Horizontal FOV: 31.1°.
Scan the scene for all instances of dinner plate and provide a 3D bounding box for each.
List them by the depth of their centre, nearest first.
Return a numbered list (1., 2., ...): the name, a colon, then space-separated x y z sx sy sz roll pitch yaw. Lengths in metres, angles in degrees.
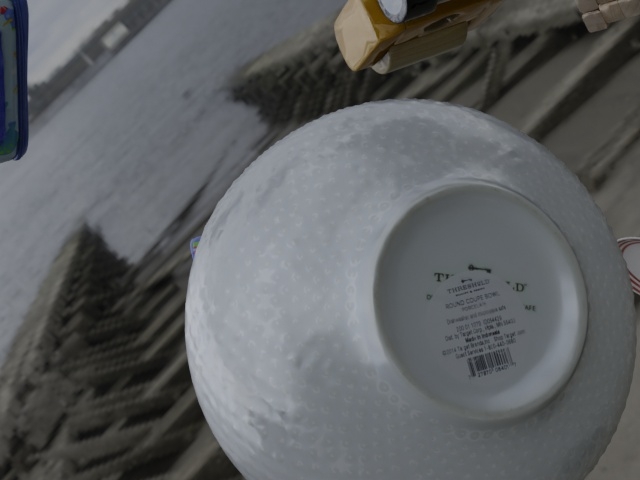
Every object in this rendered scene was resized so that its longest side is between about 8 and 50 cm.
1. dinner plate: 0.438 0.038 1.486 0.017 0.141 0.141 -54 16 -25

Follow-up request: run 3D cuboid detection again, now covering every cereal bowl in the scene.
1. cereal bowl: 0.084 0.051 0.813 0.339 0.339 0.141 -50 7 -23

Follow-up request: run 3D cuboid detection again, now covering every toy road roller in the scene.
1. toy road roller: 0.124 -0.392 1.547 0.202 0.240 0.329 -21 -8 -16

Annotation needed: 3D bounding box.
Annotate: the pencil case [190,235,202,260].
1. pencil case: 0.000 0.000 1.280 0.306 0.119 0.133 -23 -17 10

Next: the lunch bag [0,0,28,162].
1. lunch bag: -0.353 -0.186 1.125 0.090 0.176 0.219 -21 -43 -34

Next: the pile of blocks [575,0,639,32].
1. pile of blocks: 0.369 -0.317 1.182 0.113 0.149 0.362 -9 9 41
